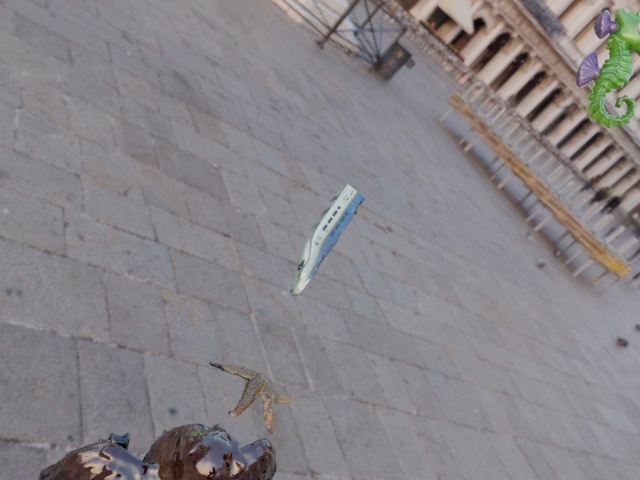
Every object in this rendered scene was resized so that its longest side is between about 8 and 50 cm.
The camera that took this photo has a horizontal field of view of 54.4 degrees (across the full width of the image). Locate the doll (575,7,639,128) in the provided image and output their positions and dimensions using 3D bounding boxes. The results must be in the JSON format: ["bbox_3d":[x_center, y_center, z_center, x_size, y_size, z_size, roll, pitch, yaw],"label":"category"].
[{"bbox_3d":[0.445,-0.258,0.926,0.115,0.190,0.050,22,-2,10],"label":"doll"}]

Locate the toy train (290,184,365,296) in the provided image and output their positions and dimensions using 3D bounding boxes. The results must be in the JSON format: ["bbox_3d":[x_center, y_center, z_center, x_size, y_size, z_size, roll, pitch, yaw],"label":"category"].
[{"bbox_3d":[0.000,0.000,1.179,0.051,0.234,0.052,39,-17,-12],"label":"toy train"}]

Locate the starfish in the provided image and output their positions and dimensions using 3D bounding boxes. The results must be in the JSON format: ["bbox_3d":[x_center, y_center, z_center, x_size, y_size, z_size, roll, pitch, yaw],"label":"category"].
[{"bbox_3d":[-0.096,0.201,0.862,0.130,0.041,0.133,42,11,2],"label":"starfish"}]

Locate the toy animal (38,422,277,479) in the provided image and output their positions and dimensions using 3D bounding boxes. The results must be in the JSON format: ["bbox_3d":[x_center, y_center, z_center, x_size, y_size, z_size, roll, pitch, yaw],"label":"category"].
[{"bbox_3d":[-0.118,0.216,0.526,0.218,0.179,0.116,13,67,-28],"label":"toy animal"}]
